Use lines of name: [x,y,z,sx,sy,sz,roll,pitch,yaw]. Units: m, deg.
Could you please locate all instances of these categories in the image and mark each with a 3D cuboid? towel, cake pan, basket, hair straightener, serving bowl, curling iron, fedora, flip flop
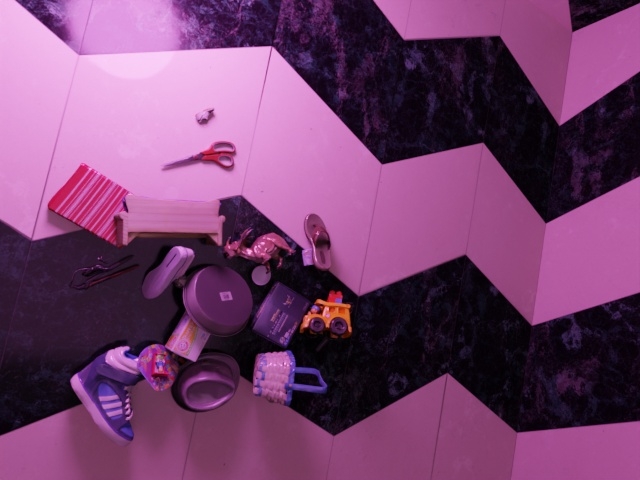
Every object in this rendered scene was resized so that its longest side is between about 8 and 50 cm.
towel: [-0.781,-0.121,1.469,0.275,0.031,0.198,37,72,-25]
cake pan: [-0.379,0.220,1.581,0.293,0.054,0.292,30,41,-30]
basket: [-0.131,0.563,1.701,0.290,0.255,0.200,5,86,-9]
hair straightener: [-0.778,0.103,1.470,0.231,0.047,0.088,-26,102,-21]
serving bowl: [-0.255,0.147,1.750,0.084,0.027,0.083,0,91,-27]
curling iron: [0.062,0.398,1.919,0.068,0.035,0.273,38,77,-4]
fedora: [-0.429,0.569,1.599,0.276,0.124,0.243,12,91,-28]
flip flop: [0.000,0.000,1.818,0.113,0.080,0.276,5,60,-29]

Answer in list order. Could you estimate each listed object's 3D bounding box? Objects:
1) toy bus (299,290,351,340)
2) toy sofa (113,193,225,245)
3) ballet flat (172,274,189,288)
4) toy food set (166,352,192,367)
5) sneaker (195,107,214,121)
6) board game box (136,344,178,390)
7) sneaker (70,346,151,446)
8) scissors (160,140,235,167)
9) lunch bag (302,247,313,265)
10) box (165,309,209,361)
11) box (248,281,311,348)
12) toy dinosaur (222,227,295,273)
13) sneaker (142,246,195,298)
toy bus: [0.026,0.327,1.839,0.221,0.149,0.211,7,67,-9]
toy sofa: [-0.547,-0.067,1.509,0.363,0.150,0.176,0,91,-33]
ballet flat: [-0.486,0.177,1.608,0.189,0.070,0.070,16,83,-27]
toy food set: [-0.541,0.458,1.608,0.122,0.019,0.077,3,89,-36]
sneaker: [-0.456,-0.500,1.641,0.083,0.032,0.036,-34,119,-18]
board game box: [-0.581,0.457,1.505,0.168,0.033,0.133,59,29,-9]
sneaker: [-0.687,0.537,1.466,0.236,0.130,0.322,-34,100,-19]
scissors: [-0.480,-0.342,1.635,0.298,0.021,0.108,-5,95,-27]
lunch bag: [-0.045,0.071,1.848,0.083,0.053,0.070,-15,97,-39]
box: [-0.485,0.342,1.571,0.103,0.114,0.203,35,69,-24]
box: [-0.173,0.320,1.777,0.184,0.059,0.232,36,74,-22]
toy dinosaur: [-0.235,0.022,1.718,0.296,0.127,0.200,-20,64,-42]
sneaker: [-0.553,0.125,1.518,0.094,0.258,0.091,56,20,22]
